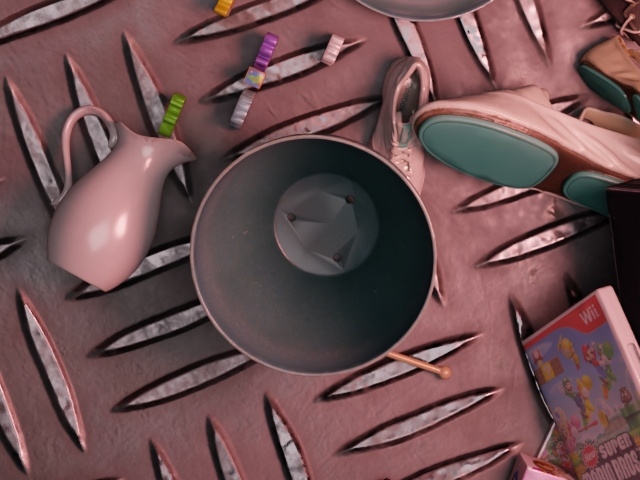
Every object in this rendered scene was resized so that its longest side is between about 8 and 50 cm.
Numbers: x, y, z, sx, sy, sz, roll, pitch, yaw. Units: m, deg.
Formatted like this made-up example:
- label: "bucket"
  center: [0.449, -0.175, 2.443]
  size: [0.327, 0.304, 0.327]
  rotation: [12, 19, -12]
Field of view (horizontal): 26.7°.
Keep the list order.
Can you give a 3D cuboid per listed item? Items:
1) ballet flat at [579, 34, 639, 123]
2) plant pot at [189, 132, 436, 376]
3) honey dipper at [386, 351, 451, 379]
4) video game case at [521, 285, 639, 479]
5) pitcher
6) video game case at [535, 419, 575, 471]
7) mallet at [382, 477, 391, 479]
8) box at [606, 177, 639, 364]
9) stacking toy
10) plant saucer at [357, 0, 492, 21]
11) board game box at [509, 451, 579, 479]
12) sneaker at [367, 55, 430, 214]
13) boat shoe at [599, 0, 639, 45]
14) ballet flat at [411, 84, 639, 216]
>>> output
- label: "ballet flat"
  center: [0.411, -0.178, 1.668]
  size: [0.086, 0.248, 0.086]
  rotation: [-15, 132, -17]
- label: "plant pot"
  center: [0.000, 0.000, 1.664]
  size: [0.290, 0.195, 0.290]
  rotation: [1, 103, 6]
- label: "honey dipper"
  center: [0.099, 0.151, 1.781]
  size: [0.160, 0.030, 0.030]
  rotation: [18, 95, -8]
- label: "video game case"
  center: [0.358, 0.222, 1.674]
  size: [0.025, 0.204, 0.285]
  rotation: [-13, 72, -25]
- label: "pitcher"
  center: [-0.279, -0.056, 1.702]
  size: [0.178, 0.125, 0.207]
  rotation: [26, 83, 15]
- label: "video game case"
  center: [0.329, 0.311, 1.818]
  size: [0.087, 0.011, 0.122]
  rotation: [24, 95, -6]
- label: "mallet"
  center: [0.134, 0.393, 1.807]
  size: [0.189, 0.039, 0.062]
  rotation: [39, 96, -10]
- label: "box"
  center: [0.575, 0.043, 1.632]
  size: [0.395, 0.212, 0.293]
  rotation: [-13, 100, -25]
- label: "stacking toy"
  center: [-0.087, -0.203, 1.724]
  size: [0.167, 0.052, 0.221]
  rotation: [25, 96, -4]
- label: "plant saucer"
  center: [0.131, -0.437, 1.712]
  size: [0.317, 0.044, 0.317]
  rotation: [0, 97, -4]
- label: "board game box"
  center: [0.364, 0.481, 1.804]
  size: [0.318, 0.066, 0.318]
  rotation: [17, 98, -5]
- label: "sneaker"
  center: [0.102, -0.129, 1.717]
  size: [0.080, 0.094, 0.212]
  rotation: [4, 96, -5]
- label: "boat shoe"
  center: [0.414, -0.290, 1.723]
  size: [0.233, 0.084, 0.079]
  rotation: [21, 94, -8]
- label: "ballet flat"
  center: [0.304, -0.122, 1.718]
  size: [0.400, 0.139, 0.139]
  rotation: [18, 95, -12]
